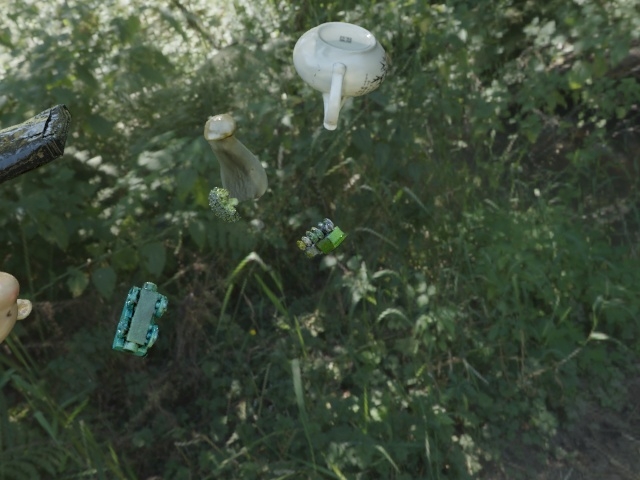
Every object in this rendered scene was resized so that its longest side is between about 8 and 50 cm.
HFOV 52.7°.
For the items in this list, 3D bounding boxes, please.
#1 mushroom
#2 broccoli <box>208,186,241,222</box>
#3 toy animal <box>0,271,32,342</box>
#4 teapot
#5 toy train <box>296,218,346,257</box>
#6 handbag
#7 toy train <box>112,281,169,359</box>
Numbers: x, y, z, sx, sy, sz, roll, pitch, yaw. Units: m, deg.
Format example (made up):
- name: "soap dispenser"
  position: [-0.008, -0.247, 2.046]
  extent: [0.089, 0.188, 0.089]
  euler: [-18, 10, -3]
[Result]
- name: "mushroom"
  position: [-0.282, -0.254, 2.081]
  extent: [0.159, 0.328, 0.122]
  euler: [-29, 47, -4]
- name: "broccoli"
  position: [-0.255, -0.099, 1.765]
  extent: [0.092, 0.095, 0.097]
  euler: [-21, 20, -36]
- name: "toy animal"
  position: [-0.810, 0.165, 1.409]
  extent: [0.345, 0.246, 0.277]
  euler: [-34, 0, -41]
- name: "teapot"
  position: [0.038, -0.375, 1.422]
  extent: [0.208, 0.166, 0.299]
  euler: [19, 52, -9]
- name: "toy train"
  position: [0.000, 0.000, 1.733]
  extent: [0.060, 0.081, 0.202]
  euler: [-46, 5, -23]
- name: "handbag"
  position: [-0.718, -0.236, 1.565]
  extent: [0.223, 0.080, 0.247]
  euler: [-27, 36, 3]
- name: "toy train"
  position: [-0.508, 0.223, 1.816]
  extent: [0.163, 0.112, 0.203]
  euler: [-33, 40, 58]
